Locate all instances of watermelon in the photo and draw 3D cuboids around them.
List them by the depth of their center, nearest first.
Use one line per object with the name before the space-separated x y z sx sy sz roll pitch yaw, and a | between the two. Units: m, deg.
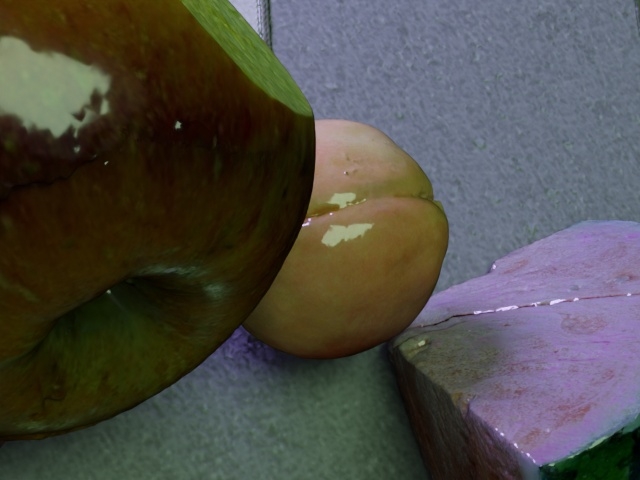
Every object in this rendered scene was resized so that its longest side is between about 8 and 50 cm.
watermelon | 0.206 0.147 1.361 0.292 0.319 0.222 -21 111 -25

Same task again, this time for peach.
peach | 0.000 0.000 1.316 0.184 0.184 0.184 10 62 -20

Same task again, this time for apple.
apple | -0.192 -0.072 1.131 0.374 0.384 0.374 1 60 -2

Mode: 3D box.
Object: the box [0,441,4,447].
box | -0.245 0.139 1.221 0.048 0.025 0.115 33 57 -1
